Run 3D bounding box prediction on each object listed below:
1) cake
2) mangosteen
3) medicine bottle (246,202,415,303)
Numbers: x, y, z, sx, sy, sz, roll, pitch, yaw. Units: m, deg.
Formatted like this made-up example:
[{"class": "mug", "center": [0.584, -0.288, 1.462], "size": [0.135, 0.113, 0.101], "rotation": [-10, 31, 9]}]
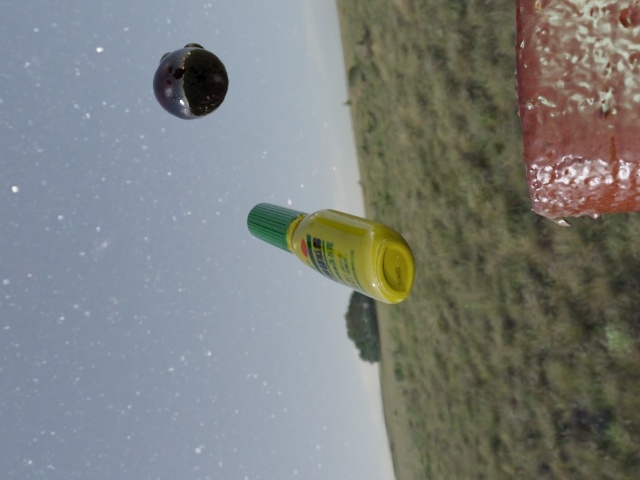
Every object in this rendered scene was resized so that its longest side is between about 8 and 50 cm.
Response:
[{"class": "cake", "center": [0.251, -0.150, 0.612], "size": [0.177, 0.150, 0.283], "rotation": [-30, -62, -70]}, {"class": "mangosteen", "center": [-0.258, -0.315, 1.354], "size": [0.152, 0.152, 0.153], "rotation": [-8, -90, -85]}, {"class": "medicine bottle", "center": [0.000, 0.000, 0.779], "size": [0.260, 0.064, 0.095], "rotation": [21, 145, 52]}]
